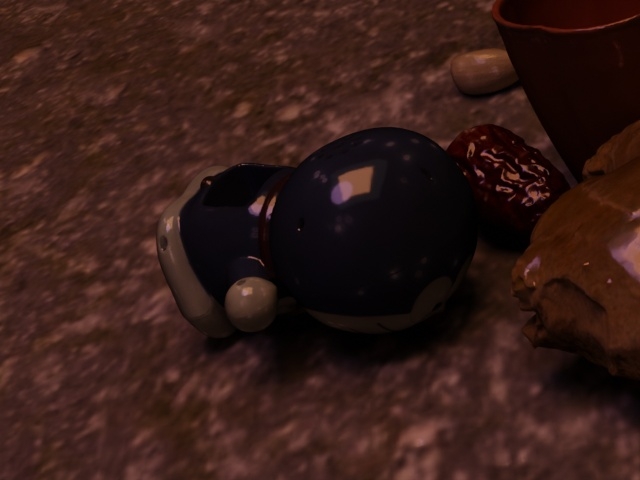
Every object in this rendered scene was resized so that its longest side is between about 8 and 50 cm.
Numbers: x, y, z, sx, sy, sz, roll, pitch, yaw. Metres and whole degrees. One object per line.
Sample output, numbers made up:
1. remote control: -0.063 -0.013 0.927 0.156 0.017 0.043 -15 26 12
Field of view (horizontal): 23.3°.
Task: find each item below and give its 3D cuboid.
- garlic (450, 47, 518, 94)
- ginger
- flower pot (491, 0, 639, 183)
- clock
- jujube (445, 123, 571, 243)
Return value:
1. garlic: 0.150 -0.160 1.451 0.053 0.041 0.083 -28 21 -26
2. ginger: 0.301 -0.018 1.043 0.376 0.166 0.236 -13 1 -27
3. flower pot: 0.241 -0.128 1.186 0.191 0.173 0.190 -16 26 8
4. clock: 0.000 0.000 1.153 0.243 0.146 0.199 -7 25 38
5. jujube: 0.145 -0.040 1.205 0.077 0.077 0.129 -28 40 -16
